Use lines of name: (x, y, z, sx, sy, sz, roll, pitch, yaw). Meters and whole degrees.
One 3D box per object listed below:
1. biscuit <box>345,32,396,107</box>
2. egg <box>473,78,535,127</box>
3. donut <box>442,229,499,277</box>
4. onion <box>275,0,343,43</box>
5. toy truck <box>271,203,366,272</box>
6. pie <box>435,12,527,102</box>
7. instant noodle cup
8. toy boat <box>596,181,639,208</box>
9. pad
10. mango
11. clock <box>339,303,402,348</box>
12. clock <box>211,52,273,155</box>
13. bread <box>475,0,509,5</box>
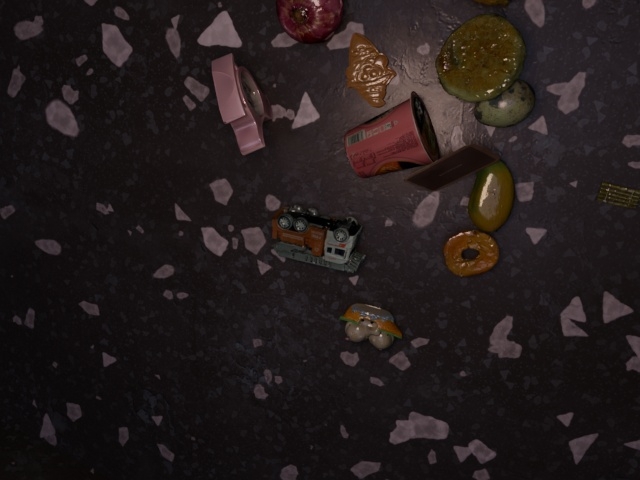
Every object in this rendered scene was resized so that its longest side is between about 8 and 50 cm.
biscuit: (0.154, -0.553, 1.785, 0.163, 0.035, 0.250, -20, 96, 14)
egg: (0.554, -0.410, 1.656, 0.182, 0.141, 0.141, -18, 98, 24)
donut: (0.498, 0.037, 1.822, 0.179, 0.065, 0.162, -7, 106, 15)
onion: (-0.030, -0.709, 1.721, 0.208, 0.200, 0.200, -15, 99, 4)
toy truck: (0.000, 0.000, 1.908, 0.339, 0.133, 0.184, 14, 116, 14)
pie: (0.479, -0.539, 1.634, 0.277, 0.079, 0.276, -5, 81, 31)
instant noodle cup: (0.221, -0.313, 1.738, 0.255, 0.244, 0.243, -18, 98, 26)
toy boat: (0.919, -0.138, 1.694, 0.115, 0.016, 0.063, 14, 106, 11)
pad: (0.404, -0.219, 1.700, 0.266, 0.176, 0.002, -27, 61, 42)
mango: (0.551, -0.144, 1.749, 0.137, 0.091, 0.237, 15, 106, 6)
clock: (0.177, 0.310, 1.949, 0.231, 0.103, 0.144, 14, 108, 13)
clock: (-0.232, -0.407, 1.764, 0.080, 0.275, 0.290, -17, 70, 16)
bread: (0.484, -0.885, 1.505, 0.264, 0.239, 0.395, 20, 102, 13)
